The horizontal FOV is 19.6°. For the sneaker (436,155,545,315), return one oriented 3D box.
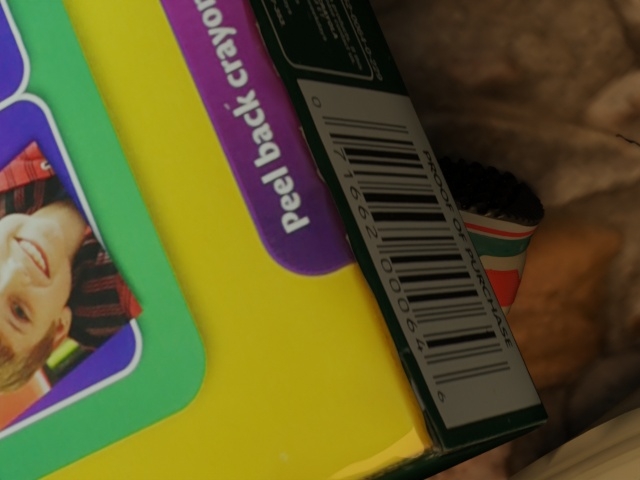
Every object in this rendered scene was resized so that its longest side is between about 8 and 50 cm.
[{"bbox_3d":[0.000,0.000,0.710,0.161,0.057,0.075,13,114,6],"label":"sneaker"}]

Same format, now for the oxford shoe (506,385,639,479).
[{"bbox_3d":[0.230,0.017,0.626,0.169,0.130,0.449,19,140,-31],"label":"oxford shoe"}]

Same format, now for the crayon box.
[{"bbox_3d":[-0.146,-0.043,0.608,0.313,0.106,0.363,-27,79,23],"label":"crayon box"}]
